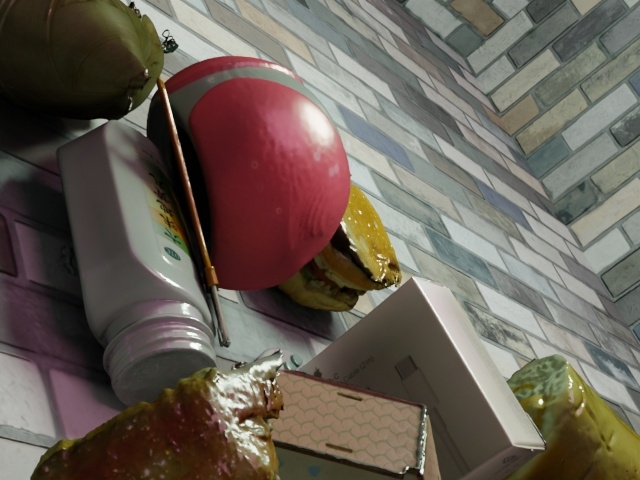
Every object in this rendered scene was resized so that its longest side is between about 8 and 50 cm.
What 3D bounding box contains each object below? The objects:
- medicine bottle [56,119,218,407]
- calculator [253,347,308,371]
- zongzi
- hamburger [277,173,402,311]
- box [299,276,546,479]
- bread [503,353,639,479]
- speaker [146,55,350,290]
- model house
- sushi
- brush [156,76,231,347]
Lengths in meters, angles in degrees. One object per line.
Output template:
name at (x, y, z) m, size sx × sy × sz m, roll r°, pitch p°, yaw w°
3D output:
medicine bottle at (-0.200, 0.029, 1.290) m, size 0.179 × 0.124 × 0.324 m, roll 57°, pitch 11°, yaw -49°
calculator at (0.020, 0.259, 1.483) m, size 0.299 × 0.041 × 0.185 m, roll 49°, pitch 21°, yaw 0°
zongzi at (-0.236, -0.205, 1.426) m, size 0.418 × 0.181 × 0.447 m, roll 29°, pitch 7°, yaw 31°
hamburger at (0.000, 0.000, 1.723) m, size 0.244 × 0.163 × 0.244 m, roll 51°, pitch 18°, yaw -23°
box at (0.121, 0.205, 1.428) m, size 0.106 × 0.203 × 0.252 m, roll 17°, pitch 38°, yaw -53°
bread at (0.309, 0.363, 1.559) m, size 0.341 × 0.300 × 0.210 m, roll 47°, pitch 22°, yaw -24°
speaker at (-0.096, -0.080, 1.458) m, size 0.294 × 0.294 × 0.294 m, roll 42°, pitch 22°, yaw -22°
model house at (0.007, 0.252, 1.186) m, size 0.326 × 0.244 × 0.169 m, roll 46°, pitch 23°, yaw -9°
sushi at (-0.126, 0.207, 0.965) m, size 0.139 × 0.274 × 0.184 m, roll 60°, pitch -3°, yaw 17°
brush at (-0.143, -0.034, 1.306) m, size 0.090 × 0.017 × 0.314 m, roll 127°, pitch -52°, yaw -79°
